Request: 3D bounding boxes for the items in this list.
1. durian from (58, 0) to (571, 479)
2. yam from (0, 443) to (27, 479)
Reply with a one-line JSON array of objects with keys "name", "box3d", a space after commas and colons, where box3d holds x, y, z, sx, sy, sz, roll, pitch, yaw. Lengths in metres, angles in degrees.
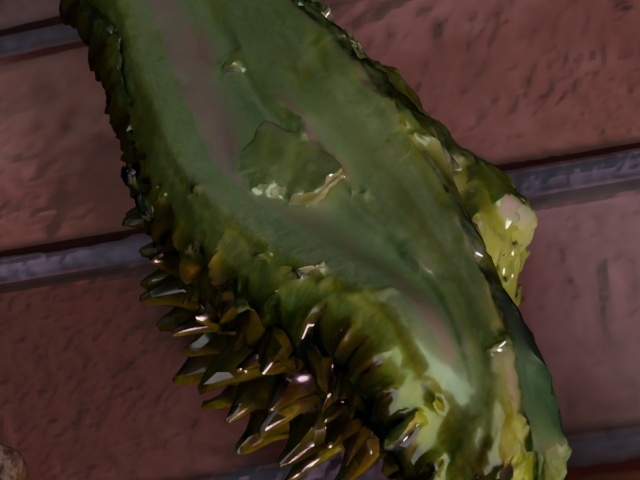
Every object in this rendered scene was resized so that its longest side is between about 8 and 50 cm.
[{"name": "durian", "box3d": [-0.005, -0.001, 0.609, 0.132, 0.106, 0.375, -36, 60, -1]}, {"name": "yam", "box3d": [-0.131, 0.117, 0.641, 0.043, 0.043, 0.094, 2, 68, 20]}]
